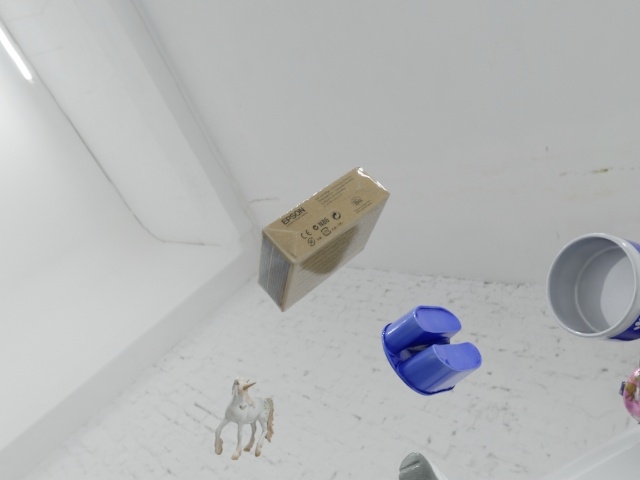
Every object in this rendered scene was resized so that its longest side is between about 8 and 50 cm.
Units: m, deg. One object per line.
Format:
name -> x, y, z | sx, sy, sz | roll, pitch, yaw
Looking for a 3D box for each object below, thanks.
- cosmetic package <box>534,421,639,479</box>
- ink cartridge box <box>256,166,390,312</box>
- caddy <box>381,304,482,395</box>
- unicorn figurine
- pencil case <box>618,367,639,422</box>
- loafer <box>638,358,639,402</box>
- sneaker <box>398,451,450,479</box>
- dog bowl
cosmetic package -> 0.463, 0.371, 0.590 | 0.197, 0.365, 0.155 | 100, -31, -52
ink cartridge box -> 0.000, 0.000, 0.752 | 0.088, 0.234, 0.193 | 45, -31, 16
caddy -> 0.332, 0.341, 1.265 | 0.179, 0.341, 0.241 | -46, -127, 29
unicorn figurine -> -0.110, 0.257, 0.602 | 0.060, 0.111, 0.162 | 8, -16, 12
pencil case -> 0.913, 0.395, 0.952 | 0.167, 0.160, 0.386 | 40, -10, 1
loafer -> 0.503, 0.112, 0.570 | 0.084, 0.096, 0.268 | 2, -97, 45
sneaker -> 0.142, 0.286, 0.426 | 0.061, 0.054, 0.152 | 43, -3, -19
dog bowl -> 0.713, 0.119, 1.037 | 0.104, 0.265, 0.265 | 11, -37, -12
